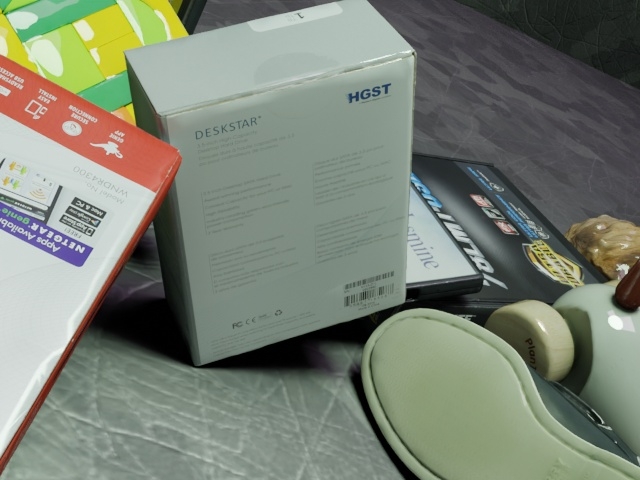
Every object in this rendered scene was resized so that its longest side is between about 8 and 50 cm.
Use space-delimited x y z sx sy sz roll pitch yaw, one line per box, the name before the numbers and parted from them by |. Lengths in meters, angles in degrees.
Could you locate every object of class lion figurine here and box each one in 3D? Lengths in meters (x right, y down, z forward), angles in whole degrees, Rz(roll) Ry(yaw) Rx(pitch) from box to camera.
lion figurine | 0.396 0.112 1.170 0.240 0.142 0.392 22 29 -4

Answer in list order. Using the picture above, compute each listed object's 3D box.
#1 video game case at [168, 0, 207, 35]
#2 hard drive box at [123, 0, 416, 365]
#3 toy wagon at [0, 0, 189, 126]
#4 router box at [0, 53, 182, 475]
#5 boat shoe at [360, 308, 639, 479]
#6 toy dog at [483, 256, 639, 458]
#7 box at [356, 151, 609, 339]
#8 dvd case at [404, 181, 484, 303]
video game case | -0.226 -0.235 0.924 0.248 0.275 0.035 34 33 6
hard drive box | -0.031 -0.039 0.756 0.181 0.232 0.089 -16 43 -17
toy wagon | -0.229 -0.102 0.761 0.344 0.068 0.267 -38 100 -44
router box | -0.281 -0.012 0.540 0.335 0.082 0.301 28 44 -7
boat shoe | 0.167 0.174 0.801 0.340 0.127 0.113 30 -11 41
toy dog | 0.298 0.145 0.871 0.333 0.161 0.220 43 49 11
box | 0.132 0.004 1.095 0.293 0.073 0.295 6 32 -30
dvd case | 0.000 0.000 0.939 0.253 0.022 0.180 -6 39 -23
